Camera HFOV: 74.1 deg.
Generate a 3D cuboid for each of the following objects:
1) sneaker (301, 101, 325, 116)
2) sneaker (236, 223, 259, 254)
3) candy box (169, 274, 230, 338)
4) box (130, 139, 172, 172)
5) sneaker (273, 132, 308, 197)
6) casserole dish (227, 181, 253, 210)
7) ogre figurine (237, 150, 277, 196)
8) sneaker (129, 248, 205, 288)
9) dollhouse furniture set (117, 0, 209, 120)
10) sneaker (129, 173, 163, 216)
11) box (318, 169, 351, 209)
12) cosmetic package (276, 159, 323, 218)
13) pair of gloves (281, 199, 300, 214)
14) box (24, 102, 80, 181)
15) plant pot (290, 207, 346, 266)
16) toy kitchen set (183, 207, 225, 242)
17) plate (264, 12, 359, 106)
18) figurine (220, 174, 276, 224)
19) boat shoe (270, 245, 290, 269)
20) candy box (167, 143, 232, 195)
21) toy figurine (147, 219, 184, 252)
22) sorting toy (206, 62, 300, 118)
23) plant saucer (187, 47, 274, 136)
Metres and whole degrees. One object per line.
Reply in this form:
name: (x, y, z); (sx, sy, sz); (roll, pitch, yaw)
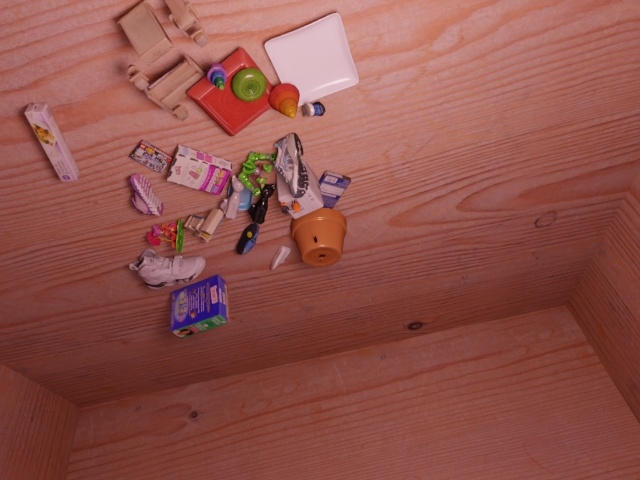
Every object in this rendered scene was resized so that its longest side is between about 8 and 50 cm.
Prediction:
sneaker: (-0.019, -0.509, 1.639); (0.085, 0.152, 0.058); (-15, 102, -9)
sneaker: (-0.362, -0.012, 2.199); (0.082, 0.069, 0.209); (-13, 145, -53)
candy box: (-0.684, 0.375, 2.406); (0.318, 0.268, 0.122); (-21, 142, 11)
box: (-0.699, -0.346, 1.752); (0.137, 0.027, 0.094); (29, 125, -37)
sneaker: (-0.128, -0.301, 1.766); (0.122, 0.282, 0.110); (-14, 162, 20)
casserole dish: (-0.372, -0.215, 1.971); (0.114, 0.036, 0.188); (2, 139, -16)
ogre figurine: (-0.276, -0.301, 1.822); (0.118, 0.097, 0.197); (26, 107, -9)
sneaker: (-0.797, 0.133, 2.199); (0.366, 0.137, 0.210); (-17, 142, 12)
dollhouse furniture set: (-0.494, -0.631, 1.463); (0.303, 0.173, 0.355); (-33, 166, 7)
sneaker: (-0.789, -0.191, 1.869); (0.105, 0.095, 0.236); (-5, 141, 5)
box: (0.035, -0.232, 2.042); (0.137, 0.036, 0.225); (12, 135, -25)
cosmetic package: (-0.094, -0.229, 1.903); (0.152, 0.183, 0.151); (-23, 138, 15)
pair of gloves: (-0.131, -0.143, 1.846); (0.084, 0.010, 0.074); (-9, 140, 2)
box: (-1.020, -0.368, 1.625); (0.063, 0.067, 0.323); (-4, 140, -7)
plant pot: (0.000, 0.000, 2.149); (0.291, 0.203, 0.290); (-5, 146, -3)
toy kitchen set: (-0.524, -0.067, 2.032); (0.207, 0.122, 0.166); (12, 156, 38)
plate: (-0.026, -0.650, 1.539); (0.278, 0.045, 0.278); (-18, 140, 10)
figurine: (-0.327, -0.194, 1.924); (0.215, 0.092, 0.209); (11, 127, -23)
boat shoe: (-0.221, 0.099, 2.356); (0.063, 0.066, 0.184); (14, 124, -25)
candy box: (-0.518, -0.298, 1.815); (0.234, 0.071, 0.159); (15, 134, -28)
toy figurine: (-0.760, -0.027, 2.060); (0.159, 0.130, 0.173); (5, 116, -5)
sorting toy: (-0.216, -0.508, 1.490); (0.366, 0.126, 0.127); (8, 135, -37)
plant saucer: (-0.306, -0.525, 1.563); (0.259, 0.047, 0.258); (-34, 142, 10)
